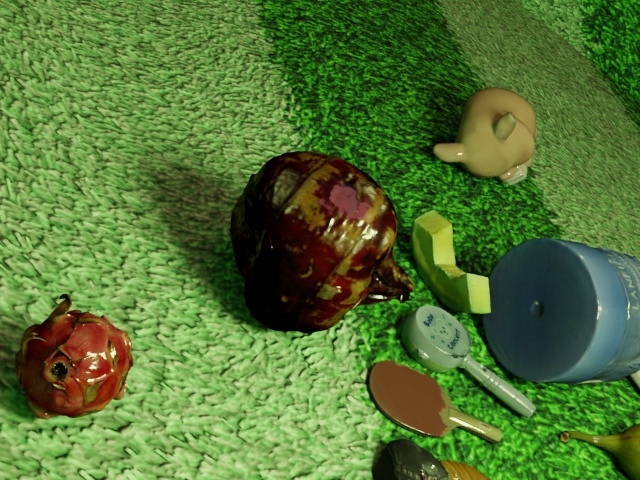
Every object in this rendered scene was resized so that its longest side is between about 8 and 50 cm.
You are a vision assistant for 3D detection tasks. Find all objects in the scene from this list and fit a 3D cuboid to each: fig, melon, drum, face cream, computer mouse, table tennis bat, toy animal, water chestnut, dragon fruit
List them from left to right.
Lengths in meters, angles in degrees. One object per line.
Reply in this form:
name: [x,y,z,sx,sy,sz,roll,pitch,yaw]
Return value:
dragon fruit: [-0.285,0.142,1.042,0.136,0.133,0.166,43,-1,0]
water chestnut: [0.000,0.000,1.348,0.244,0.289,0.289,-6,51,-30]
computer mouse: [0.137,0.343,1.234,0.106,0.062,0.192,17,36,-25]
table tennis bat: [0.176,0.258,1.413,0.234,0.022,0.131,25,34,-13]
melon: [0.228,0.050,1.630,0.064,0.118,0.209,-10,42,-31]
drum: [0.236,0.209,1.496,0.253,0.049,0.130,46,34,15]
toy animal: [0.389,-0.224,2.060,0.213,0.195,0.256,51,29,-24]
face cream: [0.446,0.126,1.607,0.225,0.249,0.249,6,44,-40]
fig: [0.516,0.355,1.547,0.236,0.124,0.124,10,35,3]

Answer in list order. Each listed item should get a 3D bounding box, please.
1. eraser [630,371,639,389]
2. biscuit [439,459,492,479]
eraser: [0.691,0.246,1.847,0.243,0.059,0.204,2,46,-36]
biscuit: [0.233,0.404,1.273,0.228,0.031,0.176,46,33,14]
